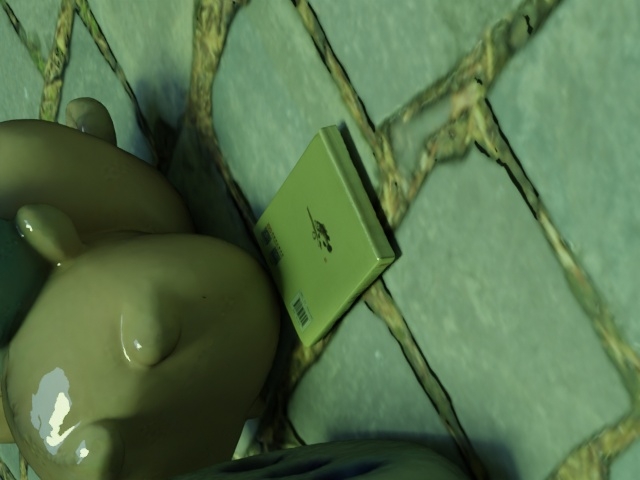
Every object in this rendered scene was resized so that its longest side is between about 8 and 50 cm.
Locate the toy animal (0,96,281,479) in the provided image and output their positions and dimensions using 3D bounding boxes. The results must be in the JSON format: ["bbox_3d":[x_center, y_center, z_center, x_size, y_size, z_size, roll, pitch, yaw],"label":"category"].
[{"bbox_3d":[-0.130,0.045,0.886,0.221,0.229,0.210,26,100,7],"label":"toy animal"}]

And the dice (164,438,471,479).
[{"bbox_3d":[-0.017,0.206,0.724,0.193,0.194,0.192,-13,91,63],"label":"dice"}]

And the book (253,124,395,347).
[{"bbox_3d":[0.001,0.000,0.793,0.077,0.014,0.111,66,150,18],"label":"book"}]
